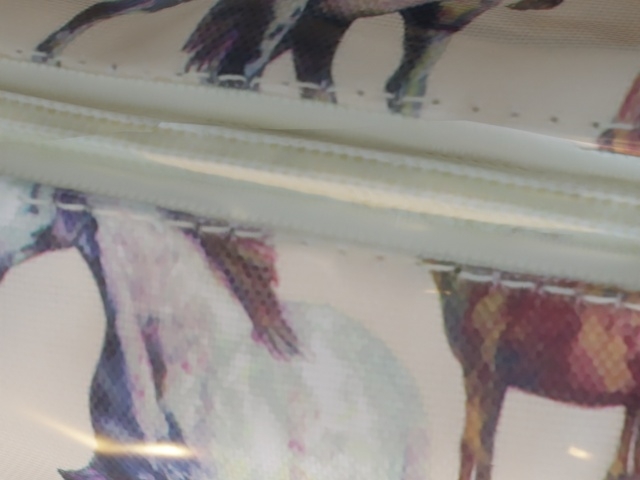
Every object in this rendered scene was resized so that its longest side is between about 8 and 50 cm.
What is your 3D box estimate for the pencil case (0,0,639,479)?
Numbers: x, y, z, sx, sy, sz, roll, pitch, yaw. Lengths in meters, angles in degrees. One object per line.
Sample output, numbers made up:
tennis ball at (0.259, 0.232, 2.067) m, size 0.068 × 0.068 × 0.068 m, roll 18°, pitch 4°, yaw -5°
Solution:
pencil case at (0.000, 0.000, 0.407) m, size 0.410 × 0.160 × 0.183 m, roll 9°, pitch 179°, yaw 23°
